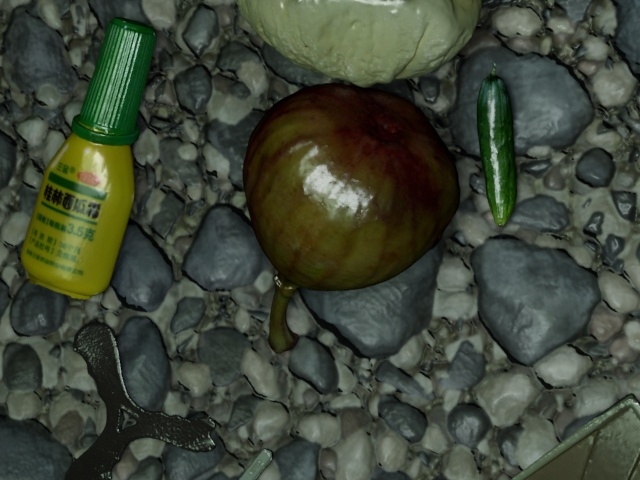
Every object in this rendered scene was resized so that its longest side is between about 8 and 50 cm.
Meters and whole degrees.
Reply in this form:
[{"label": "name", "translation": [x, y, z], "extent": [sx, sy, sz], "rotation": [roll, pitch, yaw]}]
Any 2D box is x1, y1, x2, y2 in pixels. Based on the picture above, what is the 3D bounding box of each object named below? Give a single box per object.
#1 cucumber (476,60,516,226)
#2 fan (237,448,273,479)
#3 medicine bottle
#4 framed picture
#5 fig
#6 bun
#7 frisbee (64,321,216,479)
[{"label": "cucumber", "translation": [0.177, -0.098, 1.875], "extent": [0.039, 0.039, 0.167], "rotation": [-4, 94, 21]}, {"label": "fan", "translation": [-0.143, 0.376, 2.043], "extent": [0.294, 0.012, 0.223], "rotation": [-21, 86, 22]}, {"label": "medicine bottle", "translation": [-0.243, -0.091, 2.019], "extent": [0.111, 0.076, 0.308], "rotation": [20, 99, 18]}, {"label": "framed picture", "translation": [0.270, 0.302, 1.873], "extent": [0.260, 0.023, 0.189], "rotation": [-40, 80, 19]}, {"label": "fig", "translation": [0.000, 0.000, 1.880], "extent": [0.217, 0.217, 0.320], "rotation": [38, 124, 15]}, {"label": "bun", "translation": [0.034, -0.237, 1.831], "extent": [0.244, 0.244, 0.153], "rotation": [13, 126, 20]}, {"label": "frisbee", "translation": [-0.201, 0.207, 2.055], "extent": [0.187, 0.012, 0.211], "rotation": [11, 97, 19]}]
